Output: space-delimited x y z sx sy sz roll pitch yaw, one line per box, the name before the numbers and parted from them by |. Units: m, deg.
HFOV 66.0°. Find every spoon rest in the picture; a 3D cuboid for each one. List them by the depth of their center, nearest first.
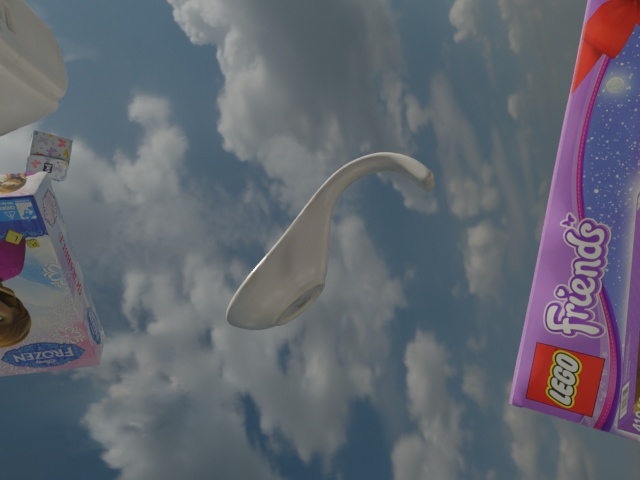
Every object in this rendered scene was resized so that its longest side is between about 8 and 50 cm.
spoon rest | 0.000 0.000 0.558 0.084 0.276 0.137 49 -177 18

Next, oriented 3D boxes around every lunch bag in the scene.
lunch bag | -0.516 -0.158 0.937 0.071 0.053 0.083 13 -99 -34

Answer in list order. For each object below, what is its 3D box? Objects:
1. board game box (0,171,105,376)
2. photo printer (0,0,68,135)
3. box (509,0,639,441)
board game box | -0.502 0.067 0.677 0.066 0.319 0.318 -105 12 -52
photo printer | -0.357 -0.112 0.274 0.256 0.308 0.107 64 -174 -74
box | 0.241 -0.019 0.283 0.057 0.201 0.293 -10 -71 -65
